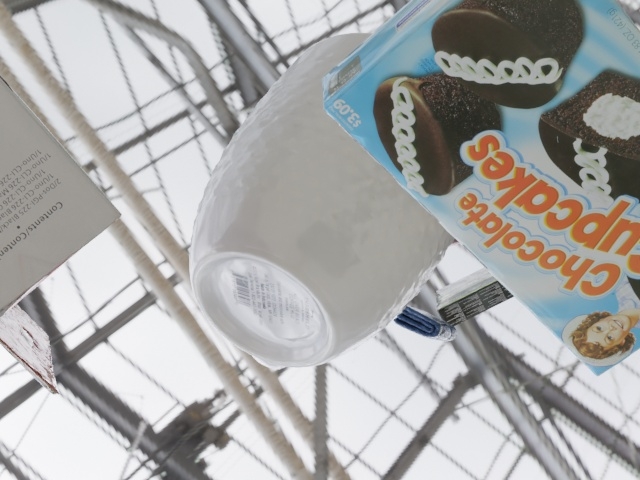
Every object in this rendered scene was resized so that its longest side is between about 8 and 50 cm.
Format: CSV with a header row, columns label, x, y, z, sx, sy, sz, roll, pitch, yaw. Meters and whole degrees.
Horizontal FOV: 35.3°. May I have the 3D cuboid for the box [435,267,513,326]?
label,x,y,z,sx,sy,sz,roll,pitch,yaw
box,0.292,0.079,1.741,0.045,0.191,0.184,62,-172,-6

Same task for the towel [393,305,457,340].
label,x,y,z,sx,sy,sz,roll,pitch,yaw
towel,0.145,0.116,1.367,0.067,0.029,0.119,26,-179,21

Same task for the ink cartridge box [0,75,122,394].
label,x,y,z,sx,sy,sz,roll,pitch,yaw
ink cartridge box,-0.267,-0.035,0.822,0.130,0.309,0.272,-42,-76,-10

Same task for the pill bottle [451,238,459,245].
label,x,y,z,sx,sy,sz,roll,pitch,yaw
pill bottle,0.101,-0.093,1.597,0.363,0.210,0.210,1,-115,-49

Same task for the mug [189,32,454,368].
label,x,y,z,sx,sy,sz,roll,pitch,yaw
mug,0.000,0.000,1.156,0.276,0.374,0.328,26,-132,9

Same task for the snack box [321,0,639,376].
label,x,y,z,sx,sy,sz,roll,pitch,yaw
snack box,0.176,-0.057,0.719,0.322,0.187,0.060,42,-158,-24
